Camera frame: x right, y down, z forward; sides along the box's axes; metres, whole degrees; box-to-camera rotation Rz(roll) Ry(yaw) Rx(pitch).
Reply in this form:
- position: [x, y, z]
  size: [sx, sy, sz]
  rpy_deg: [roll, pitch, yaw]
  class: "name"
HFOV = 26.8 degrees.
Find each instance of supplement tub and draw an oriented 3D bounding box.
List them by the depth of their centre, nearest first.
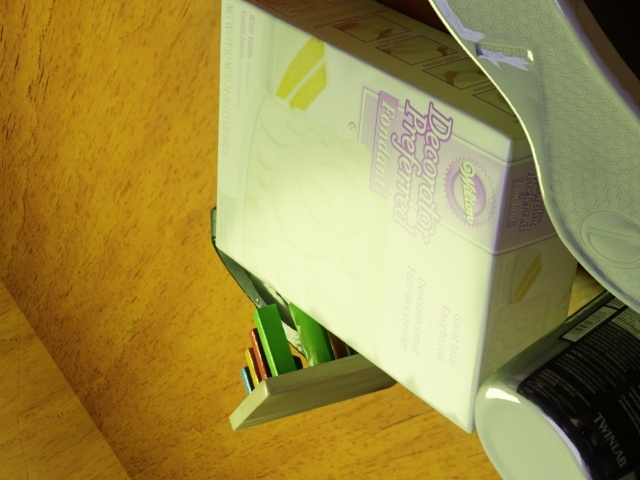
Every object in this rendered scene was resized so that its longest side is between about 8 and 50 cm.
- position: [0.201, 0.089, 0.854]
  size: [0.117, 0.190, 0.117]
  rpy_deg: [43, 152, 30]
  class: "supplement tub"

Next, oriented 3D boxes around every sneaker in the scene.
- position: [0.177, -0.093, 0.759]
  size: [0.104, 0.147, 0.296]
  rpy_deg: [-15, 115, 48]
  class: "sneaker"

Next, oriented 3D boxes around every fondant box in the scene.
- position: [0.049, -0.042, 1.036]
  size: [0.330, 0.096, 0.238]
  rpy_deg: [33, 130, 42]
  class: "fondant box"

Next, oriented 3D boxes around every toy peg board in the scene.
- position: [0.001, 0.097, 1.194]
  size: [0.160, 0.161, 0.079]
  rpy_deg: [128, 127, -67]
  class: "toy peg board"

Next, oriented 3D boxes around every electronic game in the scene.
- position: [-0.032, 0.053, 1.359]
  size: [0.229, 0.048, 0.229]
  rpy_deg: [46, 168, 12]
  class: "electronic game"
